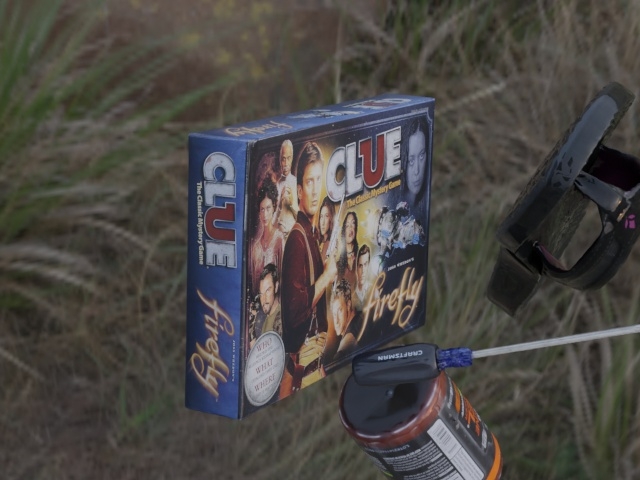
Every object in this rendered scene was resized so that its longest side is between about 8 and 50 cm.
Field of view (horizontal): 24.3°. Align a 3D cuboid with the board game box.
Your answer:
[{"bbox_3d":[0.000,0.000,0.941,0.042,0.165,0.243,9,15,29],"label":"board game box"}]

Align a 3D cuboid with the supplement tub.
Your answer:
[{"bbox_3d":[0.103,0.190,1.386,0.106,0.198,0.106,-19,45,20],"label":"supplement tub"}]

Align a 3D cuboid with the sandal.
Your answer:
[{"bbox_3d":[0.239,-0.019,1.338,0.107,0.446,0.167,34,81,11],"label":"sandal"}]

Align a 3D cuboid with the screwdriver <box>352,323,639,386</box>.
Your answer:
[{"bbox_3d":[0.099,0.063,0.831,0.170,0.024,0.025,-8,22,20],"label":"screwdriver"}]
